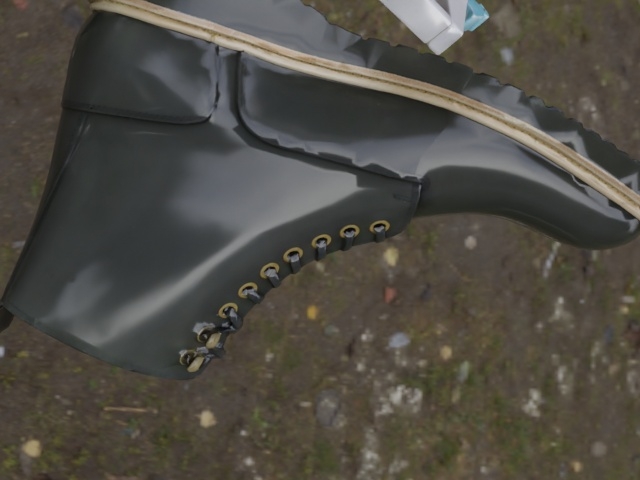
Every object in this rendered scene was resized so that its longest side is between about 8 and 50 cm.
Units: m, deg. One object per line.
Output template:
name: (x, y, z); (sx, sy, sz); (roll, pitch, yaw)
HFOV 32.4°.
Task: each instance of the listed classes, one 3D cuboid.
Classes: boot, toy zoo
boot: (0.000, 0.000, 0.369); (0.198, 0.077, 0.137); (21, 92, 3)
toy zoo: (0.034, -0.270, 0.904); (0.293, 0.030, 0.192); (38, 31, -27)
